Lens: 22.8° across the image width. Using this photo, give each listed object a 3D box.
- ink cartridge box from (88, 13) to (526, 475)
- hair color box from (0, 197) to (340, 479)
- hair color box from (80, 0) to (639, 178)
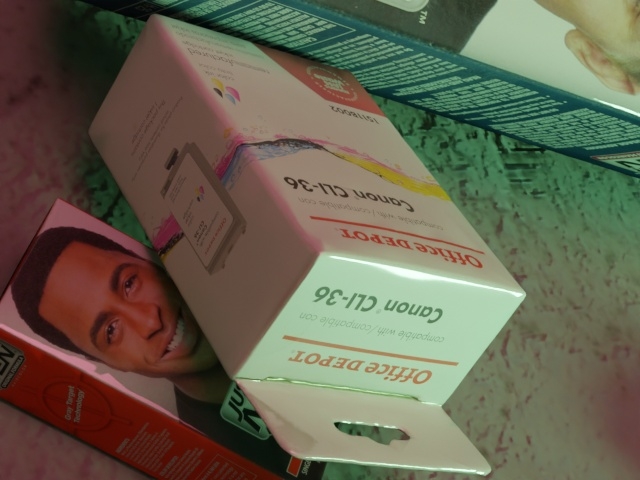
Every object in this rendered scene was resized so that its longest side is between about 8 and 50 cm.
[{"bbox_3d":[0.000,0.000,0.635,0.115,0.067,0.198,10,33,-41],"label":"ink cartridge box"},{"bbox_3d":[-0.061,0.051,0.629,0.141,0.043,0.072,28,47,-10],"label":"hair color box"},{"bbox_3d":[0.069,-0.154,0.749,0.347,0.105,0.173,14,80,-31],"label":"hair color box"}]
